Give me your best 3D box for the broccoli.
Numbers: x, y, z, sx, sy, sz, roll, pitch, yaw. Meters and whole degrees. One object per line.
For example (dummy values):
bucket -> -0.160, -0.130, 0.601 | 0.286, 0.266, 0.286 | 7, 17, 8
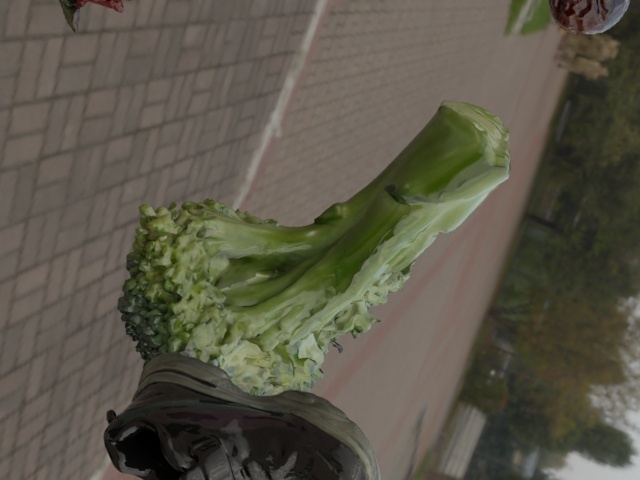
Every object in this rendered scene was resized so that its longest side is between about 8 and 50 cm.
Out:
broccoli -> -0.023, 0.022, 0.930 | 0.353, 0.275, 0.397 | -44, -174, -31

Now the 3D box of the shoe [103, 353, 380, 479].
shoe -> -0.054, 0.126, 0.532 | 0.099, 0.169, 0.071 | -40, 139, -51

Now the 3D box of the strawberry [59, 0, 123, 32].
strawberry -> -0.118, -0.258, 0.571 | 0.228, 0.174, 0.098 | -46, 175, 38

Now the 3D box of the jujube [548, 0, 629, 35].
jujube -> 0.244, -0.249, 0.880 | 0.077, 0.077, 0.129 | -60, 145, -32
